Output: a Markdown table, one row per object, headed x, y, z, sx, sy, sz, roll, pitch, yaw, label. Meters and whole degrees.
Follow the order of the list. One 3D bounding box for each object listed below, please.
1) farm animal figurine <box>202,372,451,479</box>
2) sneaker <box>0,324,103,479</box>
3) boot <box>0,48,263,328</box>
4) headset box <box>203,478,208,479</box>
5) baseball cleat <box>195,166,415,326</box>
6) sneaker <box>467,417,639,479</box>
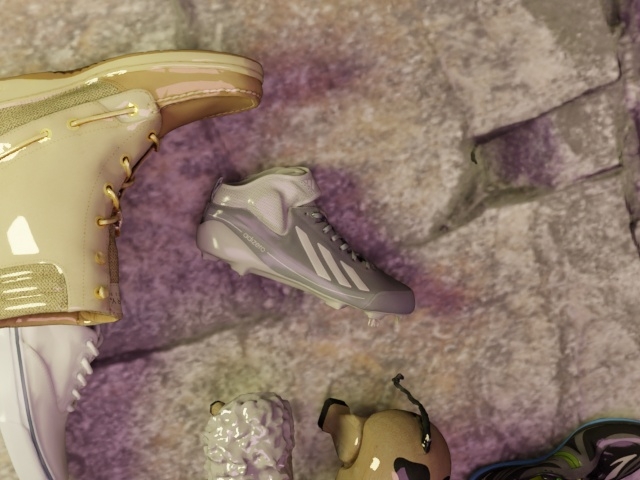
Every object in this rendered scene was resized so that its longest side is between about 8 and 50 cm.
| x | y | z | sx | sy | sz | roll | pitch | yaw | label |
| --- | --- | --- | --- | --- | --- | --- | --- | --- | --- |
| 0.056 | 0.288 | 1.384 | 0.330 | 0.172 | 0.327 | -1 | 105 | -21 | farm animal figurine |
| -0.228 | 0.099 | 1.329 | 0.091 | 0.094 | 0.258 | -7 | 109 | -3 | sneaker |
| -0.161 | -0.038 | 1.246 | 0.262 | 0.095 | 0.203 | -10 | 76 | -3 | boot |
| -0.083 | 0.247 | 1.440 | 0.083 | 0.032 | 0.062 | -14 | 110 | -4 | headset box |
| 0.000 | 0.000 | 1.351 | 0.206 | 0.072 | 0.109 | 17 | 98 | -19 | baseball cleat |
| 0.227 | 0.224 | 1.465 | 0.188 | 0.078 | 0.067 | -21 | 111 | -4 | sneaker |
